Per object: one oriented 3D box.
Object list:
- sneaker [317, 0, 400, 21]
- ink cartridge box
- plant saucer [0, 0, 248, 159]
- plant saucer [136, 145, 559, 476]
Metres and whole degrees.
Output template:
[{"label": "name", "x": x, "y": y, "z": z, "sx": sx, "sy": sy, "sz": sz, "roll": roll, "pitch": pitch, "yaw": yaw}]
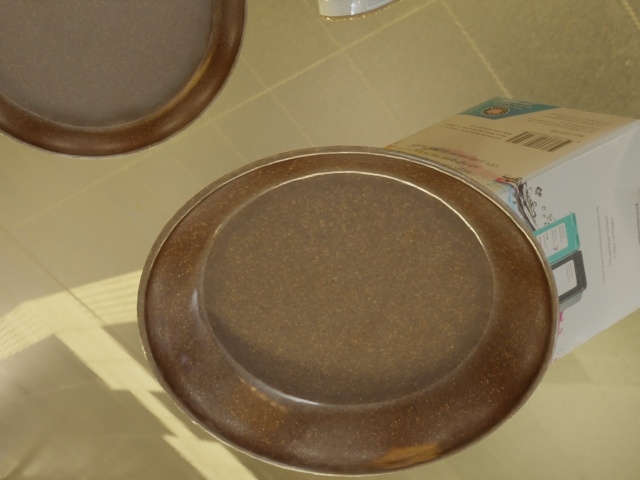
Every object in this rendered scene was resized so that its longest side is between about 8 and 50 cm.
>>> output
[{"label": "sneaker", "x": 0.083, "y": -0.375, "z": 0.947, "sx": 0.099, "sy": 0.282, "sz": 0.153, "roll": 9, "pitch": 125, "yaw": 35}, {"label": "ink cartridge box", "x": 0.150, "y": 0.004, "z": 0.779, "sx": 0.198, "sy": 0.270, "sz": 0.197, "roll": 27, "pitch": 137, "yaw": 55}, {"label": "plant saucer", "x": -0.228, "y": -0.237, "z": 0.785, "sx": 0.310, "sy": 0.310, "sz": 0.050, "roll": 49, "pitch": 176, "yaw": -18}, {"label": "plant saucer", "x": 0.013, "y": 0.036, "z": 0.391, "sx": 0.199, "sy": 0.036, "sz": 0.198, "roll": 2, "pitch": 124, "yaw": 2}]
